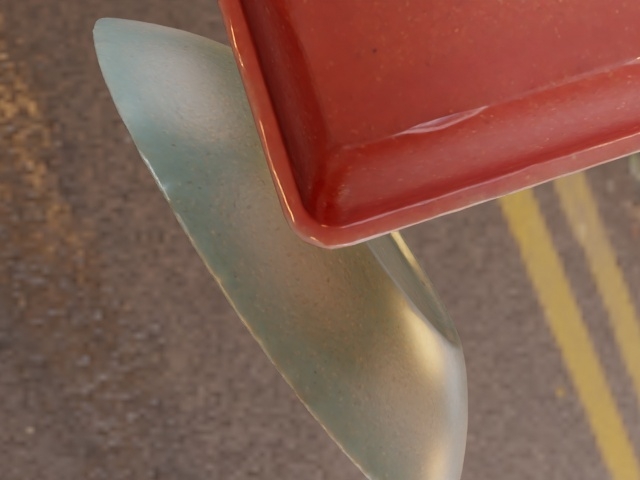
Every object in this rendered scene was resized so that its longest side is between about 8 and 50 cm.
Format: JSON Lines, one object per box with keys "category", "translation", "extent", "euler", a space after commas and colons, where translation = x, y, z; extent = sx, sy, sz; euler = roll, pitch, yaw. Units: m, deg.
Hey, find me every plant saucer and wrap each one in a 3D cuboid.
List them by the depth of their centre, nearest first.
{"category": "plant saucer", "translation": [0.073, -0.156, 0.513], "extent": [0.048, 0.259, 0.258], "euler": [180, -108, -80]}
{"category": "plant saucer", "translation": [0.000, 0.000, 0.595], "extent": [0.195, 0.037, 0.195], "euler": [55, 7, -10]}
